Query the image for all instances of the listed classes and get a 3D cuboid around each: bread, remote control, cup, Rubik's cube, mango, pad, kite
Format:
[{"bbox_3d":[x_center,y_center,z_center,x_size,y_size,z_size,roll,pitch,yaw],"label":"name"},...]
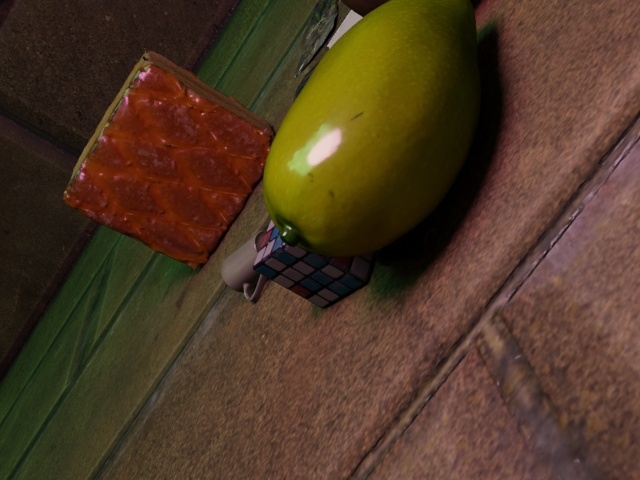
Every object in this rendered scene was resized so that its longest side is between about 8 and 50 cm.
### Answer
[{"bbox_3d":[-0.255,-0.140,1.629,0.279,0.279,0.207,-59,19,12],"label":"bread"},{"bbox_3d":[0.078,0.004,0.885,0.034,0.016,0.091,-61,17,-20],"label":"remote control"},{"bbox_3d":[-0.091,0.034,1.242,0.083,0.054,0.075,-39,25,43],"label":"cup"},{"bbox_3d":[0.000,0.000,0.979,0.092,0.092,0.092,-35,30,53],"label":"Rubik's cube"},{"bbox_3d":[0.067,-0.128,0.898,0.192,0.156,0.343,-14,39,44],"label":"mango"},{"bbox_3d":[0.066,-0.352,1.517,0.156,0.004,0.232,-54,18,16],"label":"pad"},{"bbox_3d":[0.002,-0.413,1.778,0.141,0.015,0.245,-41,28,42],"label":"kite"}]

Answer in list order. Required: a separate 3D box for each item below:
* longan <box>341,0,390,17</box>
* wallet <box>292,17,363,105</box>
[{"bbox_3d":[0.098,-0.343,1.098,0.196,0.196,0.220,-49,-14,31],"label":"longan"},{"bbox_3d":[0.034,-0.227,1.331,0.236,0.055,0.160,-41,32,44],"label":"wallet"}]
